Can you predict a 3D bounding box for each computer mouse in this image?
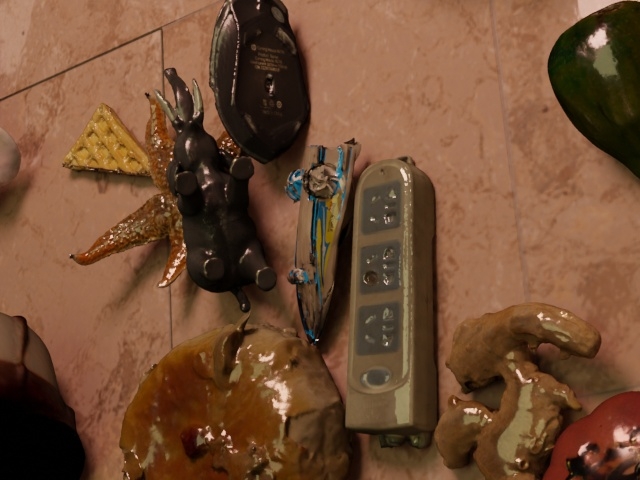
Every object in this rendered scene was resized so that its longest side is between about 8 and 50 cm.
[{"bbox_3d":[-0.069,-0.171,1.316,0.062,0.106,0.192,-15,75,47],"label":"computer mouse"}]

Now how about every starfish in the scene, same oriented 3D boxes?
[{"bbox_3d":[-0.164,-0.065,1.383,0.138,0.050,0.247,20,79,23],"label":"starfish"}]

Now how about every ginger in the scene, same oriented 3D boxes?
[{"bbox_3d":[0.151,0.176,1.084,0.149,0.065,0.258,16,93,52],"label":"ginger"}]

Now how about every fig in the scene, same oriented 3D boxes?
[{"bbox_3d":[0.260,-0.113,1.055,0.117,0.117,0.177,-24,74,30],"label":"fig"}]

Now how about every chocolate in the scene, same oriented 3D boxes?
[{"bbox_3d":[-0.408,0.191,1.398,0.283,0.283,0.186,-44,40,20],"label":"chocolate"}]

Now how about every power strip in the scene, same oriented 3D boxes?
[{"bbox_3d":[0.069,0.052,1.187,0.080,0.048,0.286,-8,72,35],"label":"power strip"}]

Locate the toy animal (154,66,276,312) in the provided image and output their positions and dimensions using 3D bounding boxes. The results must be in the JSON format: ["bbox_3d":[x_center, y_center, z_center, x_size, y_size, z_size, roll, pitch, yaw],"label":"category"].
[{"bbox_3d":[-0.114,-0.056,1.273,0.137,0.082,0.269,166,88,-78],"label":"toy animal"}]

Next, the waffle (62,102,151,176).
[{"bbox_3d":[-0.242,-0.084,1.476,0.153,0.023,0.097,46,109,34],"label":"waffle"}]

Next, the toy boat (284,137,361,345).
[{"bbox_3d":[0.000,0.000,1.246,0.084,0.066,0.210,-177,92,-73],"label":"toy boat"}]

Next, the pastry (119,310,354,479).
[{"bbox_3d":[-0.086,0.201,1.214,0.236,0.121,0.257,-11,72,35],"label":"pastry"}]

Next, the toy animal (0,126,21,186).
[{"bbox_3d":[-0.520,-0.173,1.589,0.183,0.247,0.310,-61,34,29],"label":"toy animal"}]

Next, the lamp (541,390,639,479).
[{"bbox_3d":[0.249,0.200,0.948,0.182,0.140,0.182,-14,66,34],"label":"lamp"}]
